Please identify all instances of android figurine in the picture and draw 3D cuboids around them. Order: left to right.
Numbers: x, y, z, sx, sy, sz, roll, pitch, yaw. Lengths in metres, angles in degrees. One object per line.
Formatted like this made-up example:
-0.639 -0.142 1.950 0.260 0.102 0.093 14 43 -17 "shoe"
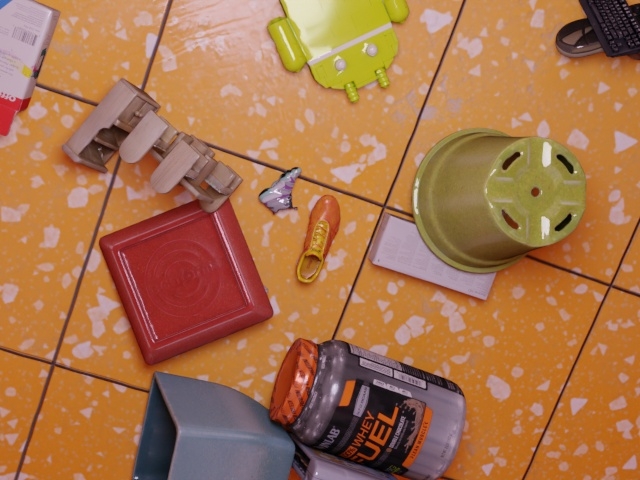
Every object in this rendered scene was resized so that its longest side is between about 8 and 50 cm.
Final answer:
0.036 -0.385 1.555 0.248 0.056 0.273 -24 104 -1 "android figurine"

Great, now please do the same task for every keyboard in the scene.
0.539 -0.398 1.554 0.108 0.180 0.023 -10 143 1 "keyboard"

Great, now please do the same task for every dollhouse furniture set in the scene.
-0.294 -0.133 1.500 0.242 0.212 0.161 43 95 15 "dollhouse furniture set"

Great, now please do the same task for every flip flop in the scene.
0.567 -0.370 1.601 0.277 0.112 0.080 -14 131 -5 "flip flop"

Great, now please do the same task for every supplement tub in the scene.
0.087 0.317 1.655 0.338 0.207 0.207 21 101 -11 "supplement tub"

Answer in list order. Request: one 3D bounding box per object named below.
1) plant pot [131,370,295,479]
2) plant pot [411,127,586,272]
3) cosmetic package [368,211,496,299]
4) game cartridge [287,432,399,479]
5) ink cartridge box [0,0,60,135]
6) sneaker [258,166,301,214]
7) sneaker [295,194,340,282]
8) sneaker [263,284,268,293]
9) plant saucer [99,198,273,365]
-0.193 0.413 1.636 0.252 0.247 0.248 8 103 -23 "plant pot"
0.329 -0.078 1.529 0.276 0.254 0.276 0 89 -12 "plant pot"
0.221 0.030 1.674 0.239 0.060 0.099 19 97 -11 "cosmetic package"
0.045 0.438 1.638 0.198 0.297 0.062 17 85 -12 "game cartridge"
-0.552 -0.311 1.491 0.134 0.078 0.231 22 100 -11 "ink cartridge box"
-0.060 -0.088 1.627 0.098 0.038 0.069 -37 107 13 "sneaker"
0.000 0.000 1.639 0.064 0.067 0.175 13 100 -8 "sneaker"
-0.170 0.100 1.652 0.134 0.051 0.070 16 98 -4 "sneaker"
-0.250 0.068 1.600 0.258 0.048 0.259 -22 88 -1 "plant saucer"
